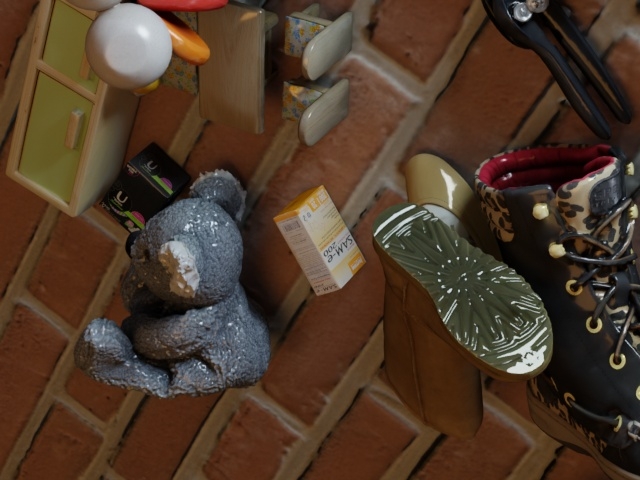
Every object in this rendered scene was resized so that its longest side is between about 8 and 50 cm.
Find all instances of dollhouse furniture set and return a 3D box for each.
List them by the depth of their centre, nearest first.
[{"bbox_3d":[-0.099,-0.210,1.725,0.212,0.161,0.242,18,127,23],"label":"dollhouse furniture set"}]

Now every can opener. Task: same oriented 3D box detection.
[{"bbox_3d":[0.222,-0.174,1.617,0.059,0.073,0.186,-43,95,4],"label":"can opener"}]

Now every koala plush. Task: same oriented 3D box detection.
[{"bbox_3d":[-0.140,0.043,1.910,0.203,0.196,0.221,18,127,9],"label":"koala plush"}]

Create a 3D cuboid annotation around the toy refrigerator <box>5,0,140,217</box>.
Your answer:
[{"bbox_3d":[-0.260,-0.163,1.909,0.102,0.094,0.269,32,131,13],"label":"toy refrigerator"}]

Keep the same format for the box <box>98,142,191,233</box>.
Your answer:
[{"bbox_3d":[-0.196,-0.055,1.962,0.062,0.052,0.083,43,132,1],"label":"box"}]

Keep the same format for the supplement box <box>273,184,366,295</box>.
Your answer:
[{"bbox_3d":[0.000,0.000,1.861,0.036,0.062,0.098,-19,107,38],"label":"supplement box"}]

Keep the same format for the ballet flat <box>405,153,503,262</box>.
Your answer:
[{"bbox_3d":[0.145,0.022,1.771,0.080,0.073,0.232,-22,104,42],"label":"ballet flat"}]

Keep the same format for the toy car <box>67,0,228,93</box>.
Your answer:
[{"bbox_3d":[-0.155,-0.227,1.561,0.136,0.159,0.182,-21,108,4],"label":"toy car"}]

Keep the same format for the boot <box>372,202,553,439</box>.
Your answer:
[{"bbox_3d":[0.140,0.112,1.710,0.236,0.089,0.269,51,161,34],"label":"boot"}]

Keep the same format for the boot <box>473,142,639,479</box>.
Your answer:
[{"bbox_3d":[0.276,0.067,1.604,0.377,0.138,0.284,25,135,67],"label":"boot"}]
